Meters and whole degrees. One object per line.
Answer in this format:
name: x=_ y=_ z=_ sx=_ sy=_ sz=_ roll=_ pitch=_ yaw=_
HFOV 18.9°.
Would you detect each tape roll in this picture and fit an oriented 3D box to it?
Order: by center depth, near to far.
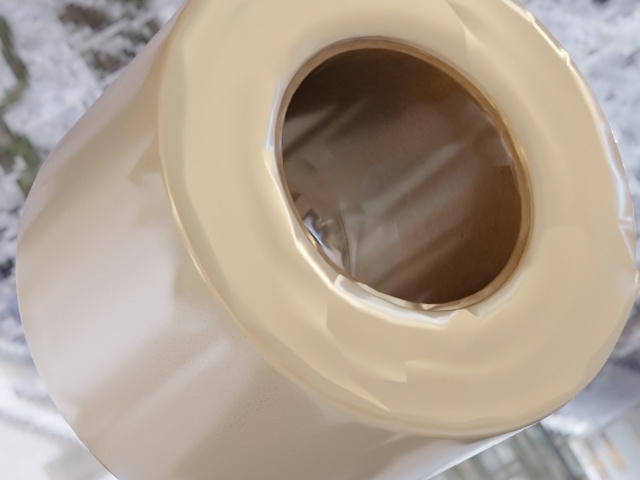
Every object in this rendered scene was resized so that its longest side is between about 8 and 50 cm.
tape roll: x=0.000 y=0.000 z=0.893 sx=0.246 sy=0.246 sz=0.169 roll=-22 pitch=-9 yaw=-37
